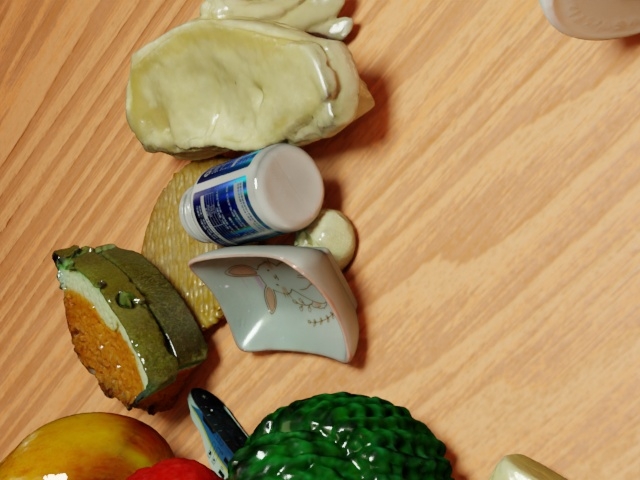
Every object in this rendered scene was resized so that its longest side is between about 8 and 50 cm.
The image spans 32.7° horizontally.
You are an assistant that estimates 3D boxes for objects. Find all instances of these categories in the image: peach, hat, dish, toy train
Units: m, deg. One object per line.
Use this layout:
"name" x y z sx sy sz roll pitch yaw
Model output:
"peach" -0.310 0.344 1.386 0.281 0.281 0.238 -30 52 37
"hat" -0.041 0.281 1.075 0.242 0.332 0.274 15 91 49
"dish" -0.043 0.063 1.303 0.212 0.151 0.077 0 37 47
"toy train" -0.109 0.268 1.358 0.234 0.052 0.051 42 113 45

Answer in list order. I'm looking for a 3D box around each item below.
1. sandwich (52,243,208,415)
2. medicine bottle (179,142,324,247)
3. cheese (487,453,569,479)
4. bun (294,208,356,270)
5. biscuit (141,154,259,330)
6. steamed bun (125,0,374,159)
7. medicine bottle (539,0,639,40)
"sandwich" -0.255 0.133 1.482 0.292 0.109 0.212 25 123 51
"medicine bottle" -0.091 -0.050 1.343 0.191 0.107 0.107 -14 68 50
"cheese" 0.182 0.294 1.010 0.123 0.094 0.167 39 107 47
"bun" 0.000 0.000 1.321 0.086 0.055 0.086 -17 66 44
"biscuit" -0.166 0.004 1.510 0.254 0.035 0.254 -14 69 43
"steamed bun" -0.086 -0.241 1.422 0.428 0.189 0.247 -4 104 47
"medicine bottle" 0.255 -0.370 1.063 0.190 0.190 0.332 -38 53 33
